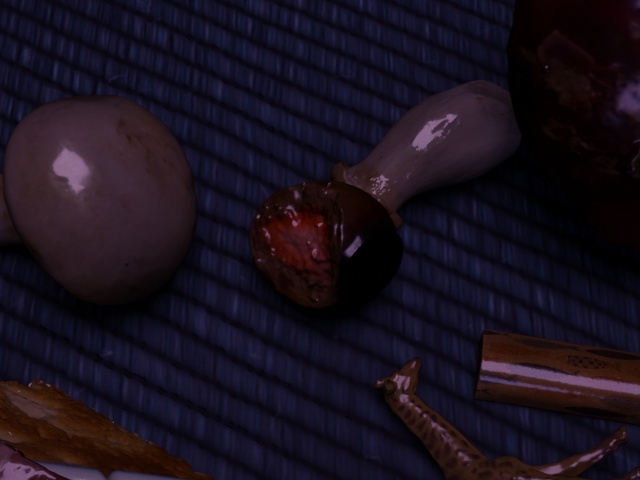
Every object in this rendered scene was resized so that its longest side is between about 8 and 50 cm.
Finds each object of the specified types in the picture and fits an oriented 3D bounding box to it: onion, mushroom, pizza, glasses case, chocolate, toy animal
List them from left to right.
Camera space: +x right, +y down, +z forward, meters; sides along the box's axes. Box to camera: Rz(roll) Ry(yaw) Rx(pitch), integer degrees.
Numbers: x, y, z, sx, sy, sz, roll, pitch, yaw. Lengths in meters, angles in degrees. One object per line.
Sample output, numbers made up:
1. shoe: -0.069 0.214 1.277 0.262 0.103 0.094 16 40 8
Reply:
1. pizza: -0.226 0.191 1.222 0.335 0.226 0.086 20 100 -23
2. mushroom: -0.221 -0.030 1.343 0.209 0.206 0.206 -30 63 4
3. chocolate: 0.000 0.000 1.368 0.133 0.127 0.124 38 80 28
4. mushroom: 0.111 -0.088 1.453 0.212 0.088 0.097 -35 99 -17
5. toy animal: 0.164 0.203 1.289 0.275 0.054 0.149 16 73 16
6. glasses case: 0.231 0.125 1.355 0.170 0.041 0.064 9 57 2
7. onion: 0.369 -0.208 1.418 0.398 0.398 0.420 6 29 0

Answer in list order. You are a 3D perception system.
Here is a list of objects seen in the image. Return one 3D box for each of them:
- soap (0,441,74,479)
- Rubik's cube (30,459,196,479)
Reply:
1. soap: -0.177 0.264 0.838 0.218 0.098 0.273 23 60 10
2. Rubik's cube: -0.095 0.369 1.020 0.322 0.316 0.319 6 58 1
